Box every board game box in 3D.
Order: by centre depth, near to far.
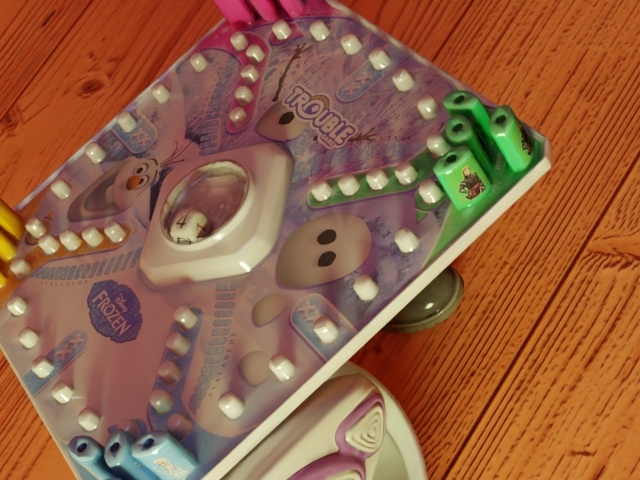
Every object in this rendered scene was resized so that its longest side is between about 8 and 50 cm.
[{"bbox_3d":[-0.087,-0.029,0.963,0.390,0.050,0.390,-43,42,-3],"label":"board game box"}]

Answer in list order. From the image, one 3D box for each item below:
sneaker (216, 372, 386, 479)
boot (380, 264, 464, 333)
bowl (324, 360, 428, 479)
[{"bbox_3d":[-0.087,0.191,0.884,0.305,0.114,0.152,-45,51,-4],"label":"sneaker"},{"bbox_3d":[0.000,0.002,1.073,0.189,0.208,0.076,-1,59,29],"label":"boot"},{"bbox_3d":[-0.032,0.242,0.984,0.297,0.134,0.298,-14,55,20],"label":"bowl"}]
